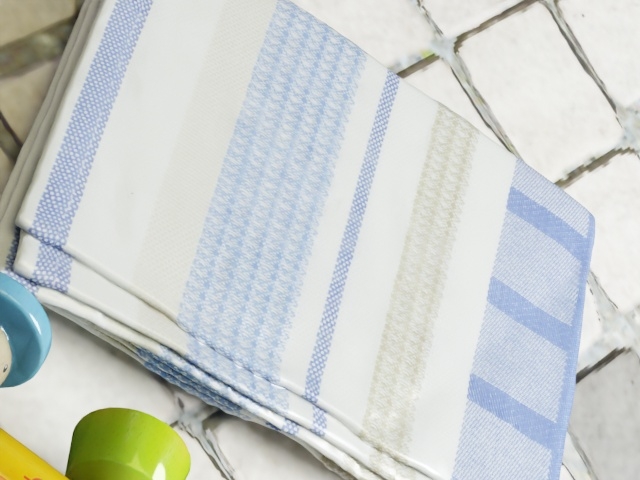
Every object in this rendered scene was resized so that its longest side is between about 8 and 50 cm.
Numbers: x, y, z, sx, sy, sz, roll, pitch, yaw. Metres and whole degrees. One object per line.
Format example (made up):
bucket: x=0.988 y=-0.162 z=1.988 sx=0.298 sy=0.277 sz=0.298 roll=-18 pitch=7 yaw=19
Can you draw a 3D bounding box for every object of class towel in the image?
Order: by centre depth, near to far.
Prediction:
towel: x=0.000 y=0.000 z=0.841 sx=0.285 sy=0.034 sz=0.209 roll=31 pitch=51 yaw=-22

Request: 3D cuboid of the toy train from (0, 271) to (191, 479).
toy train: x=-0.081 y=0.121 z=0.688 sx=0.248 sy=0.105 sz=0.143 roll=39 pitch=38 yaw=-14
